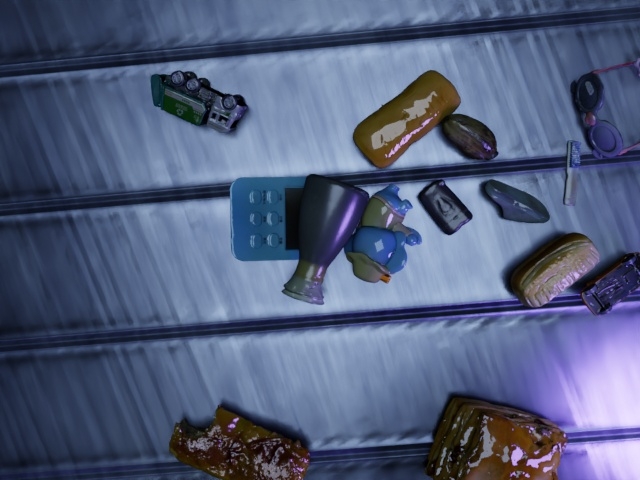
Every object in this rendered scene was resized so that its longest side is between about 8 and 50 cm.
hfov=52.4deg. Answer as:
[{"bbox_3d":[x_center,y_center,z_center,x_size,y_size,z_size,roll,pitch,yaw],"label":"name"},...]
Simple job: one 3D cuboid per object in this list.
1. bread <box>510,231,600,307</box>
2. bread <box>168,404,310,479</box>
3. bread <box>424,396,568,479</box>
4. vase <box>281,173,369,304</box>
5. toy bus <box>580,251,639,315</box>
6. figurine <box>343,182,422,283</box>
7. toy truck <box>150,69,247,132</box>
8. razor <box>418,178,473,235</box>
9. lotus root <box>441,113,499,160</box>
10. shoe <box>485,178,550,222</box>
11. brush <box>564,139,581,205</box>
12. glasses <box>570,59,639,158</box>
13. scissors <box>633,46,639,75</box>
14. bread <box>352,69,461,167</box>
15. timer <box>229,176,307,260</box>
[{"bbox_3d":[0.613,0.074,1.720,0.236,0.140,0.106,-39,94,2],"label":"bread"},{"bbox_3d":[-0.221,0.573,1.780,0.381,0.109,0.185,23,93,2],"label":"bread"},{"bbox_3d":[0.471,0.583,1.732,0.325,0.167,0.277,20,93,2],"label":"bread"},{"bbox_3d":[0.000,0.000,1.694,0.174,0.173,0.321,18,92,1],"label":"vase"},{"bbox_3d":[0.786,0.117,1.744,0.195,0.088,0.083,-37,91,1],"label":"toy bus"},{"bbox_3d":[0.170,-0.010,1.724,0.180,0.154,0.262,32,97,11],"label":"figurine"},{"bbox_3d":[-0.330,-0.378,1.742,0.254,0.114,0.124,27,106,0],"label":"toy truck"},{"bbox_3d":[0.336,-0.092,1.761,0.090,0.054,0.148,-39,90,3],"label":"razor"},{"bbox_3d":[0.402,-0.279,1.734,0.179,0.080,0.089,35,127,-10],"label":"lotus root"},{"bbox_3d":[0.521,-0.094,1.759,0.195,0.079,0.078,29,128,-8],"label":"shoe"},{"bbox_3d":[0.687,-0.184,1.763,0.033,0.030,0.178,2,92,-9],"label":"brush"},{"bbox_3d":[0.827,-0.363,1.749,0.269,0.118,0.234,-20,90,-18],"label":"glasses"},{"bbox_3d":[0.904,-0.443,1.711,0.189,0.015,0.100,26,76,-15],"label":"scissors"},{"bbox_3d":[0.232,-0.329,1.739,0.305,0.091,0.142,-40,97,3],"label":"bread"},{"bbox_3d":[-0.117,-0.059,1.759,0.250,0.091,0.231,-2,92,-4],"label":"timer"}]
